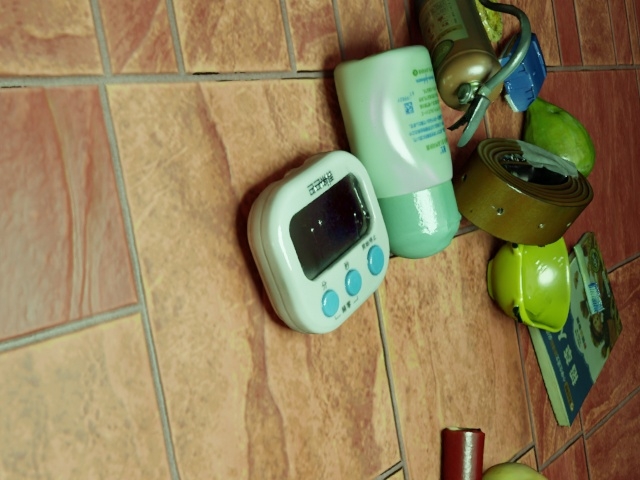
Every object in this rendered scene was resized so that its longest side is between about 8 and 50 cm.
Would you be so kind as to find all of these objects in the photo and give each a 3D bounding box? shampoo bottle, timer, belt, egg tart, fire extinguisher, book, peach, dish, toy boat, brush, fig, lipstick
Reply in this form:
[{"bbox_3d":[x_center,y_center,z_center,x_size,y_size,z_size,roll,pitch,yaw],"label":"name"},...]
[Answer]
[{"bbox_3d":[0.137,-0.140,1.418,0.222,0.151,0.349,-31,109,-61],"label":"shampoo bottle"},{"bbox_3d":[0.000,0.000,1.286,0.262,0.087,0.237,-39,116,-46],"label":"timer"},{"bbox_3d":[0.400,-0.097,1.684,0.339,0.122,0.217,-4,46,-44],"label":"belt"},{"bbox_3d":[0.345,-0.477,1.795,0.129,0.049,0.128,20,65,-51],"label":"egg tart"},{"bbox_3d":[0.253,-0.346,1.463,0.113,0.200,0.376,8,45,-13],"label":"fire extinguisher"},{"bbox_3d":[0.620,0.201,2.048,0.428,0.039,0.300,-41,117,-45],"label":"book"},{"bbox_3d":[0.368,0.511,1.605,0.184,0.184,0.184,9,79,-50],"label":"peach"},{"bbox_3d":[0.422,0.082,1.770,0.262,0.108,0.221,4,83,-51],"label":"dish"},{"bbox_3d":[0.453,-0.394,1.895,0.129,0.088,0.295,65,32,-21],"label":"toy boat"},{"bbox_3d":[0.645,0.092,2.043,0.033,0.030,0.178,-25,102,-39],"label":"brush"},{"bbox_3d":[0.534,-0.217,1.905,0.167,0.167,0.233,-1,93,-51],"label":"fig"},{"bbox_3d":[0.257,0.462,1.546,0.080,0.080,0.241,17,72,-48],"label":"lipstick"}]
